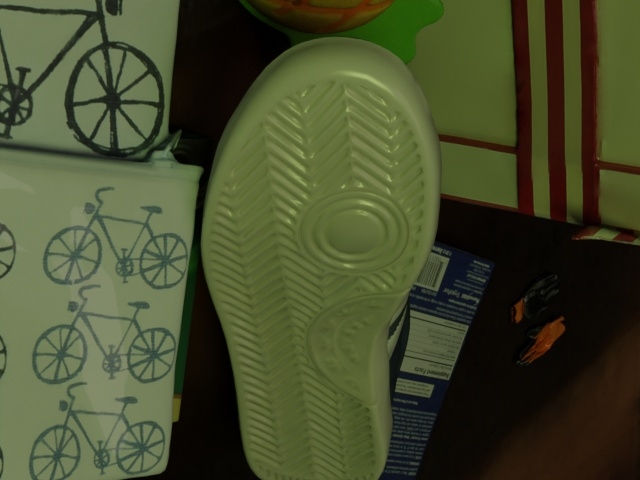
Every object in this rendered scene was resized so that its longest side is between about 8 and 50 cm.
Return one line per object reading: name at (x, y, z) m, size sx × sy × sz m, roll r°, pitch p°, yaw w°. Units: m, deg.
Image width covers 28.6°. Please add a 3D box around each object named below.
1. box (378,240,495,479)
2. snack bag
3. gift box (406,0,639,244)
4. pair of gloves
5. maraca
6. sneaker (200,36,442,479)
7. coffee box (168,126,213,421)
box at (0.054, 0.106, 0.979) m, size 0.136 × 0.036 × 0.225 m, roll 19°, pitch 91°, yaw -52°
snack bag at (-0.179, -0.042, 0.574) m, size 0.323 × 0.037 × 0.342 m, roll 4°, pitch 93°, yaw -47°
gift box at (0.182, -0.136, 0.853) m, size 0.276 × 0.255 × 0.258 m, roll -36°, pitch 130°, yaw -43°
pair of gloves at (0.200, 0.073, 1.161) m, size 0.074 × 0.010 × 0.083 m, roll -35°, pitch 129°, yaw -33°
maraca at (0.006, -0.167, 0.738) m, size 0.127 × 0.099 × 0.185 m, roll -21°, pitch 133°, yaw 5°
sneaker at (0.000, 0.000, 0.767) m, size 0.148 × 0.131 × 0.350 m, roll -83°, pitch 180°, yaw -45°
coffee box at (-0.123, 0.027, 0.727) m, size 0.113 × 0.040 × 0.184 m, roll -6°, pitch 112°, yaw -48°
